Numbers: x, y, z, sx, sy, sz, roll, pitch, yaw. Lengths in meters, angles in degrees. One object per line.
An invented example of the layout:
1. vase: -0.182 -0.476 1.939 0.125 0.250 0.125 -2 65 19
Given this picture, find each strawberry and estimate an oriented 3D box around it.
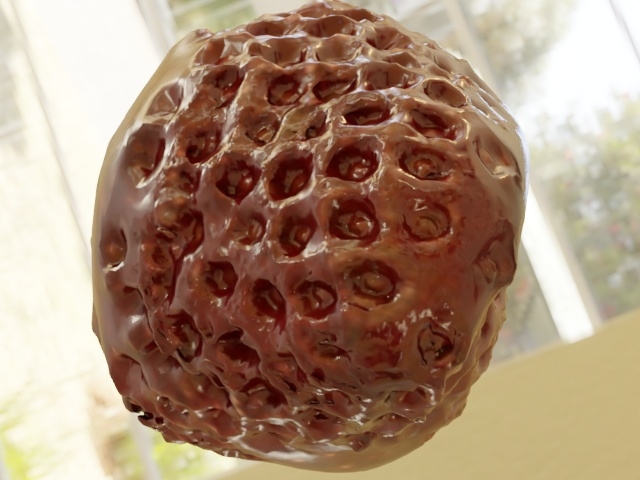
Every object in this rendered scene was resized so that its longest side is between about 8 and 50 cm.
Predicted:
1. strawberry: 0.000 0.000 1.158 0.295 0.317 0.345 46 -8 -9
